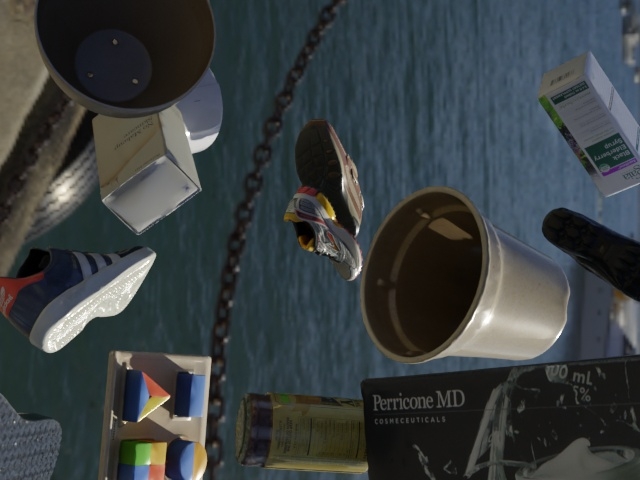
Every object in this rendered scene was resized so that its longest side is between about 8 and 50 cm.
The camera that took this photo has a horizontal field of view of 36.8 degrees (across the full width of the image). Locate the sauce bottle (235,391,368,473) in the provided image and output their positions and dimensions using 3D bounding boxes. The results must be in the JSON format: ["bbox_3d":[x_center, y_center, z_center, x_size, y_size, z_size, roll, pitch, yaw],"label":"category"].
[{"bbox_3d":[0.049,0.288,1.415,0.111,0.344,0.111,-172,-90,-74],"label":"sauce bottle"}]

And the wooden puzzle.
[{"bbox_3d":[-0.340,0.408,2.100,0.348,0.081,0.322,15,76,-58],"label":"wooden puzzle"}]

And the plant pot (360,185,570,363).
[{"bbox_3d":[0.299,0.094,1.844,0.305,0.334,0.333,16,71,-35],"label":"plant pot"}]

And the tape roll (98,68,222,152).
[{"bbox_3d":[-0.366,-0.305,2.192,0.169,0.246,0.246,-23,113,-49],"label":"tape roll"}]

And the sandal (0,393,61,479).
[{"bbox_3d":[-0.512,0.311,1.429,0.446,0.107,0.167,80,22,-71],"label":"sandal"}]

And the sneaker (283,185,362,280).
[{"bbox_3d":[0.000,0.000,1.910,0.092,0.088,0.225,-52,120,-27],"label":"sneaker"}]

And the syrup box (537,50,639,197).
[{"bbox_3d":[0.484,-0.200,1.676,0.237,0.093,0.096,51,37,-20],"label":"syrup box"}]

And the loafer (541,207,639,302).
[{"bbox_3d":[0.424,0.022,1.394,0.076,0.223,0.078,-59,169,10],"label":"loafer"}]

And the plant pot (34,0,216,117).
[{"bbox_3d":[-0.333,-0.322,1.594,0.191,0.284,0.284,151,-54,-68],"label":"plant pot"}]

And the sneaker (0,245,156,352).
[{"bbox_3d":[-0.400,0.057,1.579,0.131,0.148,0.350,-60,172,19],"label":"sneaker"}]

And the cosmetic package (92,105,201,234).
[{"bbox_3d":[-0.348,-0.172,1.895,0.113,0.160,0.309,49,11,-37],"label":"cosmetic package"}]

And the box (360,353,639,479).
[{"bbox_3d":[0.323,0.380,1.146,0.297,0.480,0.471,6,76,-41],"label":"box"}]

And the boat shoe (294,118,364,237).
[{"bbox_3d":[0.028,-0.154,2.309,0.120,0.123,0.324,-60,145,-45],"label":"boat shoe"}]
